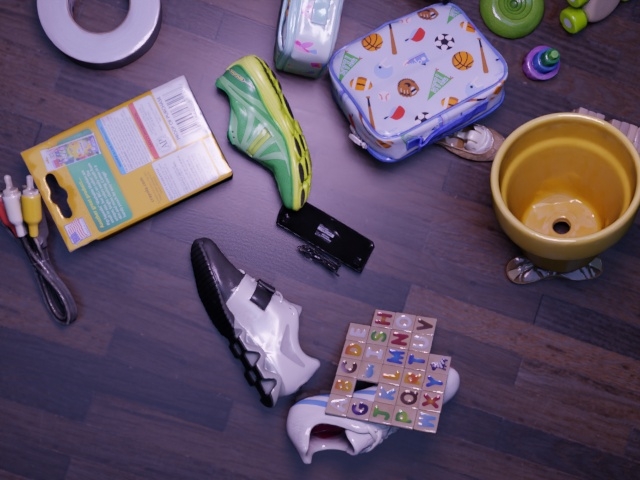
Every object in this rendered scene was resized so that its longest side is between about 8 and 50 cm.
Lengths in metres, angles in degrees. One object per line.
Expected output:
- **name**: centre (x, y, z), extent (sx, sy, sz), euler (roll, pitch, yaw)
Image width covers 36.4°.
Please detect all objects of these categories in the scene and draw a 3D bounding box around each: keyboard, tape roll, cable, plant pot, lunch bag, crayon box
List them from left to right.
- **cable**: centre (-0.524, 0.020, 1.745), extent (0.139, 0.072, 0.287), euler (-3, 103, 34)
- **tape roll**: centre (-0.400, -0.425, 1.778), extent (0.219, 0.072, 0.219), euler (0, 89, -5)
- **crayon box**: centre (-0.347, -0.137, 1.771), extent (0.323, 0.083, 0.203), euler (-26, 91, -6)
- **lunch bag**: centre (-0.012, -0.443, 1.737), extent (0.107, 0.224, 0.279), euler (10, 89, -5)
- **keyboard**: centre (0.000, 0.000, 1.831), extent (0.192, 0.038, 0.100), euler (31, 63, -3)
- **lunch bag**: centre (0.173, -0.281, 1.765), extent (0.303, 0.115, 0.243), euler (-29, 68, -9)
- **plant pot**: centre (0.433, -0.063, 1.740), extent (0.254, 0.239, 0.254), euler (-4, 66, 9)

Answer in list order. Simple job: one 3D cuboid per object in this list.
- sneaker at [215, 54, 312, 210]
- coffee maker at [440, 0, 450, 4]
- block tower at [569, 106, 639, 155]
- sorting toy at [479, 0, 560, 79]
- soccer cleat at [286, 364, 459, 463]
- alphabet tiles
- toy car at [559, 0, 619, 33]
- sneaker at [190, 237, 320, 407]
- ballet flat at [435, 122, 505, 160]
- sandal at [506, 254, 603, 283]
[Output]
- **sneaker**: centre (-0.102, -0.190, 1.797), extent (0.123, 0.109, 0.296), euler (-22, 92, 18)
- **coffee maker**: centre (0.183, -0.536, 1.791), extent (0.178, 0.120, 0.171), euler (25, 59, 23)
- **block tower**: centre (0.621, -0.154, 1.854), extent (0.335, 0.091, 0.097), euler (20, 88, -5)
- **sorting toy**: centre (0.364, -0.476, 1.822), extent (0.127, 0.126, 0.366), euler (-25, 90, -5)
- **soccer cleat**: centre (0.103, 0.322, 1.760), extent (0.331, 0.143, 0.116), euler (-15, 125, -1)
- **alphabet tiles**: centre (0.132, 0.228, 1.758), extent (0.198, 0.009, 0.237), euler (8, 51, 13)
- **toy car**: centre (0.490, -0.519, 1.854), extent (0.155, 0.149, 0.188), euler (-33, 63, -9)
- **sneaker**: centre (-0.118, 0.127, 1.781), extent (0.146, 0.122, 0.330), euler (-29, 90, -23)
- **ballet flat**: centre (0.259, -0.199, 1.834), extent (0.206, 0.067, 0.073), euler (15, 90, -5)
- **sandal**: centre (0.446, 0.048, 1.859), extent (0.180, 0.049, 0.072), euler (-8, 84, 9)
